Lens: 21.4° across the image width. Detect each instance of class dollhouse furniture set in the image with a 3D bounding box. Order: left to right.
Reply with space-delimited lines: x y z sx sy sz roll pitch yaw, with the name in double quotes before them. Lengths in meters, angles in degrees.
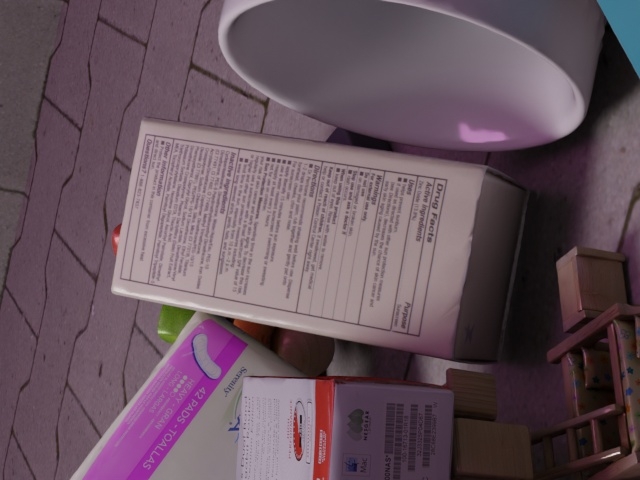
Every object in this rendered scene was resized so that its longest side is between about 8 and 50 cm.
"dollhouse furniture set" 0.156 0.071 1.111 0.101 0.161 0.182 134 139 -55

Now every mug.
"mug" 0.107 -0.277 1.216 0.374 0.276 0.328 148 137 -69

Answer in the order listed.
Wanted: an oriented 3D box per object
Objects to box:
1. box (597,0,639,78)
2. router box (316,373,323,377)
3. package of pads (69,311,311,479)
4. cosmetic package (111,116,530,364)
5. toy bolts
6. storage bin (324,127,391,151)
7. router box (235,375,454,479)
"box" 0.252 -0.103 1.027 0.244 0.100 0.060 -107 34 -47
"router box" -0.091 0.211 1.765 0.309 0.081 0.243 132 142 -53
"package of pads" -0.091 0.236 1.429 0.296 0.229 0.101 -54 -5 -18
"cosmetic package" 0.000 0.000 1.343 0.296 0.129 0.153 11 89 24
"toy bolts" -0.063 0.010 1.568 0.228 0.158 0.218 61 -138 -51
"storage bin" 0.025 -0.045 1.585 0.091 0.098 0.135 -56 31 26
"router box" 0.001 0.263 1.168 0.301 0.082 0.335 161 113 -76
